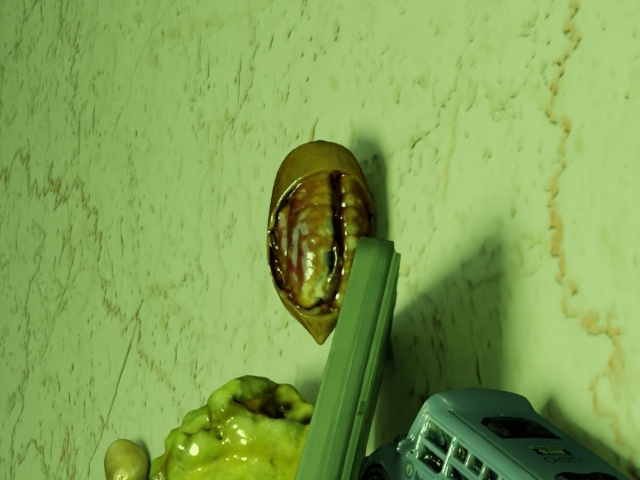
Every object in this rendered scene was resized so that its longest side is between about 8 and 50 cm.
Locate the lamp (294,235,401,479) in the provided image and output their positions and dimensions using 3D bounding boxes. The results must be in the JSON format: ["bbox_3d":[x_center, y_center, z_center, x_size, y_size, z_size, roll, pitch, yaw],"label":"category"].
[{"bbox_3d":[0.018,0.159,1.289,0.269,0.047,0.266,89,-167,-68],"label":"lamp"}]

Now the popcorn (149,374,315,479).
[{"bbox_3d":[-0.057,0.234,1.482,0.203,0.200,0.226,-42,7,15],"label":"popcorn"}]

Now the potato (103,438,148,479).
[{"bbox_3d":[-0.251,0.294,1.931,0.083,0.062,0.068,-76,-25,-69],"label":"potato"}]

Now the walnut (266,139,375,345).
[{"bbox_3d":[0.000,0.000,1.480,0.116,0.116,0.207,-15,70,61],"label":"walnut"}]

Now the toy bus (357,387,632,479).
[{"bbox_3d":[0.144,0.200,1.132,0.292,0.125,0.133,35,116,60],"label":"toy bus"}]
